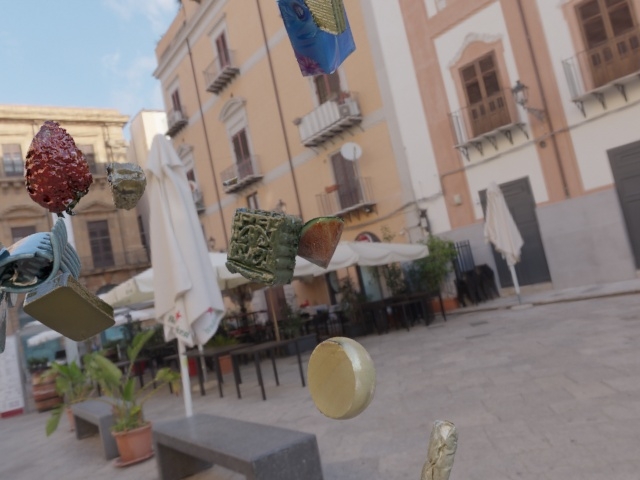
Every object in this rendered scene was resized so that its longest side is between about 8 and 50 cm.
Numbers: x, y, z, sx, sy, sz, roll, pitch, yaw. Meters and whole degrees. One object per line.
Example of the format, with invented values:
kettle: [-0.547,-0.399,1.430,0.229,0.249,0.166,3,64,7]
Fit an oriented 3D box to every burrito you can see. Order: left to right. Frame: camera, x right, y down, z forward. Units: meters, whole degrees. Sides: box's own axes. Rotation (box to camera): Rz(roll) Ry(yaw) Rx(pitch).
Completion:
burrito: [0.345,0.727,1.522,0.076,0.393,0.117,9,9,-12]

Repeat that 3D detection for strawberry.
strawberry: [-0.553,-0.139,1.025,0.140,0.192,0.085,27,19,6]

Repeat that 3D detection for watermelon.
watermelon: [-0.009,-0.011,1.778,0.146,0.231,0.128,23,21,8]

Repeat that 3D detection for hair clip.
hair clip: [-0.843,0.066,1.424,0.238,0.393,0.318,-18,17,-17]

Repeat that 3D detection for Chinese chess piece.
Chinese chess piece: [0.064,0.430,1.553,0.097,0.251,0.250,6,-16,-40]

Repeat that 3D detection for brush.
brush: [-0.609,0.168,1.217,0.123,0.059,0.197,-25,-41,3]

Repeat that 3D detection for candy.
candy: [-0.442,-0.125,1.122,0.085,0.095,0.110,0,-28,-28]

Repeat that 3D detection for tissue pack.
tissue pack: [-0.007,-0.708,1.632,0.146,0.264,0.198,8,47,35]

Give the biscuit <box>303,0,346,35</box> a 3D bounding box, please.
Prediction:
biscuit: [-0.006,-0.644,1.223,0.046,0.250,0.147,-32,43,-16]

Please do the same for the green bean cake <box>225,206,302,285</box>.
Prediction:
green bean cake: [-0.197,0.019,1.683,0.241,0.255,0.132,15,5,31]

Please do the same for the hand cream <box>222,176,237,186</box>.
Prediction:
hand cream: [-0.374,-0.246,2.082,0.022,0.035,0.102,11,21,23]
